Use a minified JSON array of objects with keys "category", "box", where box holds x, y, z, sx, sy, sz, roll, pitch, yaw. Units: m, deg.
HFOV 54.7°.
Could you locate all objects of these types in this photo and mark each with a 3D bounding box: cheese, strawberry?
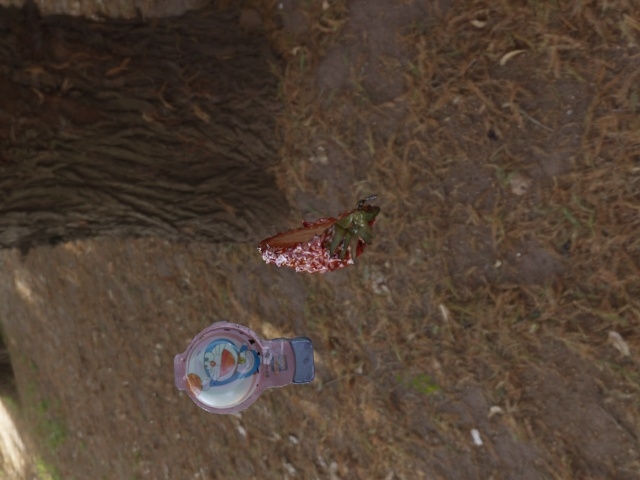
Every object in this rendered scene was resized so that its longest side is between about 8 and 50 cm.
[{"category":"cheese","box":[-0.155,0.253,1.253,0.074,0.286,0.188,74,-168,-76]},{"category":"strawberry","box":[0.003,0.005,1.011,0.208,0.167,0.087,-10,110,56]}]
